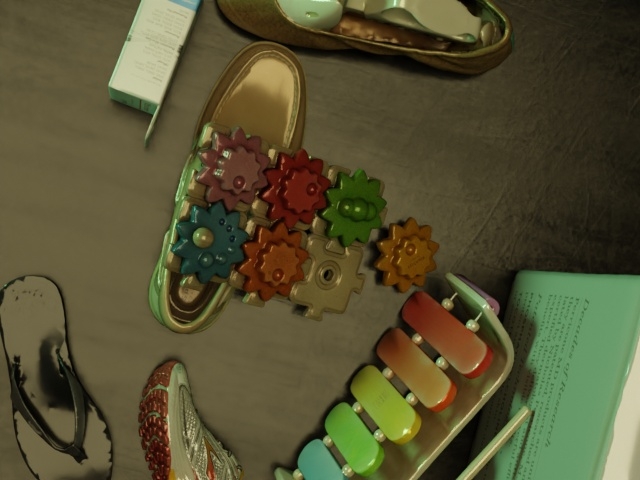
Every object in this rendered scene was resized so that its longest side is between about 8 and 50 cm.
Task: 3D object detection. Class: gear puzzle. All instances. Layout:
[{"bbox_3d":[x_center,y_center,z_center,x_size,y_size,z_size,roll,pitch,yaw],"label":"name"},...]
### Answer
[{"bbox_3d":[0.000,0.000,1.363,0.339,0.044,0.175,17,92,-34],"label":"gear puzzle"}]

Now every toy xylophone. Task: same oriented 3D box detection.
[{"bbox_3d":[0.097,0.189,1.351,0.081,0.236,0.323,40,84,-23],"label":"toy xylophone"}]

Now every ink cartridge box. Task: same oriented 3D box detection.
[{"bbox_3d":[-0.183,-0.199,1.374,0.060,0.104,0.180,21,86,-7],"label":"ink cartridge box"}]

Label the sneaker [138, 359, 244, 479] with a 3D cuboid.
[{"bbox_3d":[-0.139,0.241,1.394,0.092,0.088,0.225,-13,91,-28],"label":"sneaker"}]

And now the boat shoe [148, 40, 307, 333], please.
[{"bbox_3d":[-0.092,-0.057,1.381,0.121,0.110,0.341,18,87,-7],"label":"boat shoe"}]

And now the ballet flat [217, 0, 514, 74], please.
[{"bbox_3d":[0.057,-0.258,1.399,0.342,0.124,0.116,14,87,-7],"label":"ballet flat"}]

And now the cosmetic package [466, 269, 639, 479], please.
[{"bbox_3d":[0.366,0.227,1.299,0.329,0.393,0.327,16,87,-8],"label":"cosmetic package"}]

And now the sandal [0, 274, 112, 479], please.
[{"bbox_3d":[-0.297,0.164,1.377,0.097,0.054,0.254,-19,92,-8],"label":"sandal"}]
